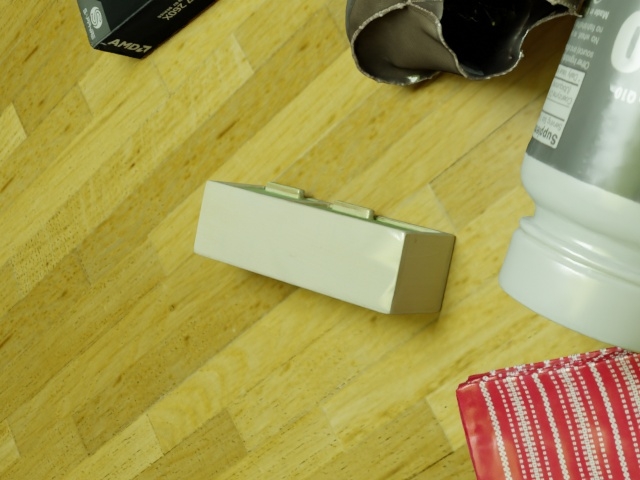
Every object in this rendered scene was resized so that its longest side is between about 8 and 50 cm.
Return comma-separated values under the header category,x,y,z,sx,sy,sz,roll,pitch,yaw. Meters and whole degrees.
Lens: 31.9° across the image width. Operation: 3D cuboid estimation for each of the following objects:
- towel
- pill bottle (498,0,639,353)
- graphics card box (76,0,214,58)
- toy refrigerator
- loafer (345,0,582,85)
category,x,y,z,sx,sy,sz,roll,pitch,yaw
towel,0.264,0.203,1.045,0.274,0.031,0.199,-17,79,35
pill bottle,0.290,-0.101,0.927,0.204,0.204,0.361,27,105,34
graphics card box,-0.159,-0.410,1.337,0.371,0.094,0.233,-30,72,31
toy refrigerator,0.000,0.000,1.202,0.269,0.102,0.094,15,98,36
loafer,0.118,-0.207,1.018,0.366,0.133,0.130,150,128,-67
